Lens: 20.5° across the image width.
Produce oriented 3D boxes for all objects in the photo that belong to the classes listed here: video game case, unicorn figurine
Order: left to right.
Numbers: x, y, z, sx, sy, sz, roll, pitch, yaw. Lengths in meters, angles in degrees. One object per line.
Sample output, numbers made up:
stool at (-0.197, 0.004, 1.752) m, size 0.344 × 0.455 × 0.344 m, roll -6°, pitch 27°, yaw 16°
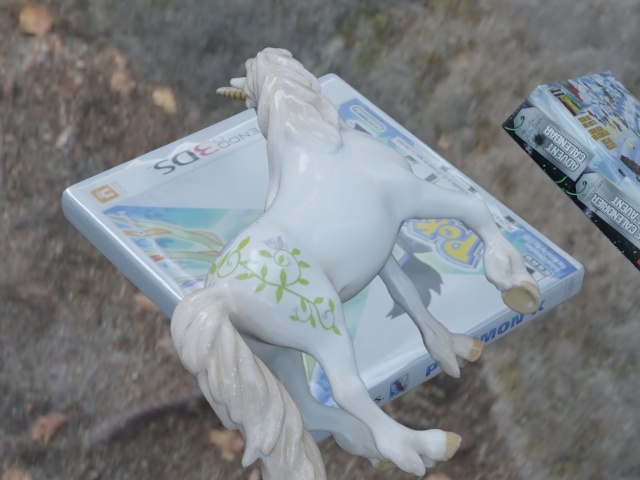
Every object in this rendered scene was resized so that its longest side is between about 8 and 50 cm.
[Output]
video game case at (0.000, 0.000, 1.466) m, size 0.300 × 0.036 × 0.329 m, roll -27°, pitch 51°, yaw -31°
unicorn figurine at (0.005, 0.002, 0.507) m, size 0.111 × 0.060 × 0.162 m, roll 44°, pitch 27°, yaw -6°

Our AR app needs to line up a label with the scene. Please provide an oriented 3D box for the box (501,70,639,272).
box at (0.139, -0.032, 0.797) m, size 0.094 × 0.027 × 0.137 m, roll 47°, pitch 21°, yaw 10°
